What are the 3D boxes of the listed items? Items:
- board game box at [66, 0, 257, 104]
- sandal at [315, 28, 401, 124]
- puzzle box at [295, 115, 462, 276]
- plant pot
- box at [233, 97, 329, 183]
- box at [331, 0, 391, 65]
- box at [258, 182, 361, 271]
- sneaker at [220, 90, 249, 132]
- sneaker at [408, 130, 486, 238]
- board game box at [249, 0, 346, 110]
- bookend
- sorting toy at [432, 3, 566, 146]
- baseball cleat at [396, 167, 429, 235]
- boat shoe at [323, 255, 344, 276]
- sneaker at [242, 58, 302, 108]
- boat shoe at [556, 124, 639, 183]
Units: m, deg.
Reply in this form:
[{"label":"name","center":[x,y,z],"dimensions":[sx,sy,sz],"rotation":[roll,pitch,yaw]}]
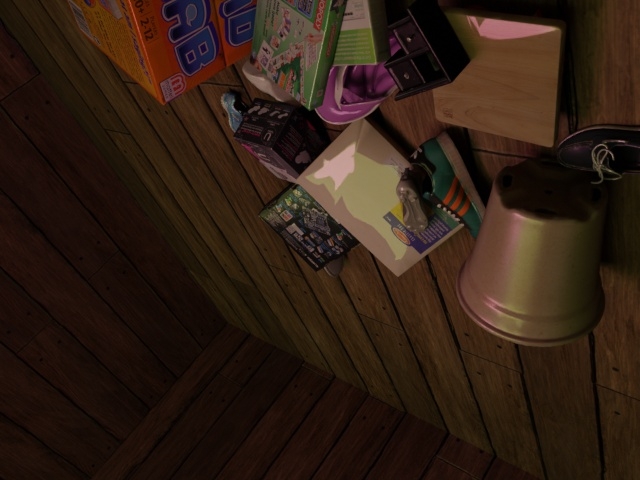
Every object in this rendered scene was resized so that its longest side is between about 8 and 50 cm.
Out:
[{"label":"board game box","center":[-0.337,-0.595,1.254],"dimensions":[0.356,0.356,0.357],"rotation":[42,157,24]},{"label":"sandal","center":[0.102,-0.368,1.310],"dimensions":[0.169,0.102,0.416],"rotation":[46,143,-16]},{"label":"puzzle box","center":[0.166,-0.116,1.584],"dimensions":[0.409,0.052,0.272],"rotation":[43,121,-9]},{"label":"plant pot","center":[0.473,0.005,1.271],"dimensions":[0.333,0.334,0.306],"rotation":[24,140,31]},{"label":"box","center":[-0.103,-0.275,1.682],"dimensions":[0.163,0.142,0.247],"rotation":[21,168,35]},{"label":"box","center":[0.023,-0.519,1.181],"dimensions":[0.232,0.058,0.322],"rotation":[16,124,45]},{"label":"box","center":[-0.012,-0.068,1.937],"dimensions":[0.295,0.073,0.293],"rotation":[45,129,-12]},{"label":"sneaker","center":[-0.260,-0.401,1.872],"dimensions":[0.073,0.063,0.162],"rotation":[14,144,38]},{"label":"sneaker","center":[0.317,-0.115,1.436],"dimensions":[0.302,0.121,0.108],"rotation":[58,-170,-22]},{"label":"board game box","center":[-0.051,-0.463,1.221],"dimensions":[0.213,0.046,0.317],"rotation":[43,141,23]},{"label":"bookend","center":[0.174,-0.366,1.113],"dimensions":[0.156,0.072,0.157],"rotation":[-2,131,55]},{"label":"sorting toy","center":[0.346,-0.332,1.121],"dimensions":[0.257,0.089,0.255],"rotation":[23,149,33]},{"label":"baseball cleat","center":[0.245,-0.105,1.496],"dimensions":[0.072,0.110,0.206],"rotation":[7,150,21]},{"label":"boat shoe","center":[0.000,0.000,2.117],"dimensions":[0.091,0.114,0.303],"rotation":[12,131,43]},{"label":"sneaker","center":[-0.123,-0.430,1.644],"dimensions":[0.212,0.080,0.094],"rotation":[39,168,17]},{"label":"boat shoe","center":[0.564,-0.161,1.108],"dimensions":[0.254,0.079,0.095],"rotation":[10,142,47]}]
